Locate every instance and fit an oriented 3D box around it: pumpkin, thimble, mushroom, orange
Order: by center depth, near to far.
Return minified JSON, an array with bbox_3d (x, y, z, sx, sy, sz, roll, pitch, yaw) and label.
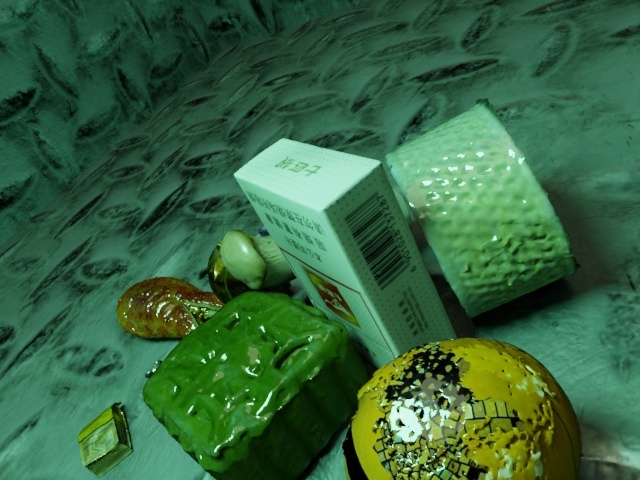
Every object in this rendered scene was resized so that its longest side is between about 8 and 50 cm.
[{"bbox_3d":[0.132,0.199,0.510,0.234,0.234,0.182,-35,43,-6],"label":"orange"},{"bbox_3d":[0.210,-0.042,0.740,0.150,0.270,0.270,-27,32,11],"label":"thimble"},{"bbox_3d":[0.000,0.000,0.879,0.329,0.159,0.122,-19,53,-26],"label":"mushroom"},{"bbox_3d":[-0.151,0.073,1.015,0.107,0.119,0.183,-52,38,-13],"label":"pumpkin"}]

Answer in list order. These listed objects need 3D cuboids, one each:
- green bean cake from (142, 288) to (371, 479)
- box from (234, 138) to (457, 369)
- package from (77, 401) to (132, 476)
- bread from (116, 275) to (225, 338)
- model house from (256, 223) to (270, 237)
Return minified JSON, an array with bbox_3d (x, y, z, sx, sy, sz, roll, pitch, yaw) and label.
[{"bbox_3d":[-0.091,0.199,0.759,0.250,0.156,0.247,-45,36,-21],"label":"green bean cake"},{"bbox_3d":[0.043,0.038,0.704,0.095,0.330,0.210,-41,34,-16],"label":"box"},{"bbox_3d":[-0.365,0.324,0.911,0.071,0.047,0.131,-38,35,-6],"label":"package"},{"bbox_3d":[-0.300,0.136,1.073,0.269,0.095,0.139,5,54,37],"label":"bread"},{"bbox_3d":[-0.068,0.005,1.054,0.100,0.100,0.087,-26,34,9],"label":"model house"}]
